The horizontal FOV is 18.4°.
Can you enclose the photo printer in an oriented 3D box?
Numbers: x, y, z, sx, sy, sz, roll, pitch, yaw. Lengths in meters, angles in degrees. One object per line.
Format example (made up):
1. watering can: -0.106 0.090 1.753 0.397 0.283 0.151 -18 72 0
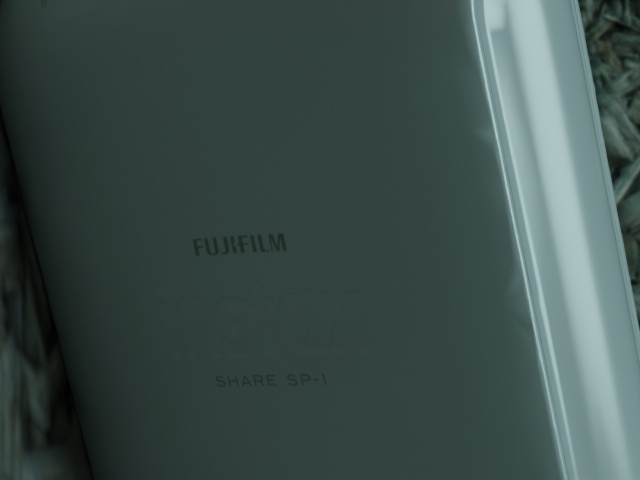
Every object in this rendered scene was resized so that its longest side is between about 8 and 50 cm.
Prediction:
1. photo printer: 0.000 0.000 0.812 0.107 0.256 0.307 -29 112 -54
